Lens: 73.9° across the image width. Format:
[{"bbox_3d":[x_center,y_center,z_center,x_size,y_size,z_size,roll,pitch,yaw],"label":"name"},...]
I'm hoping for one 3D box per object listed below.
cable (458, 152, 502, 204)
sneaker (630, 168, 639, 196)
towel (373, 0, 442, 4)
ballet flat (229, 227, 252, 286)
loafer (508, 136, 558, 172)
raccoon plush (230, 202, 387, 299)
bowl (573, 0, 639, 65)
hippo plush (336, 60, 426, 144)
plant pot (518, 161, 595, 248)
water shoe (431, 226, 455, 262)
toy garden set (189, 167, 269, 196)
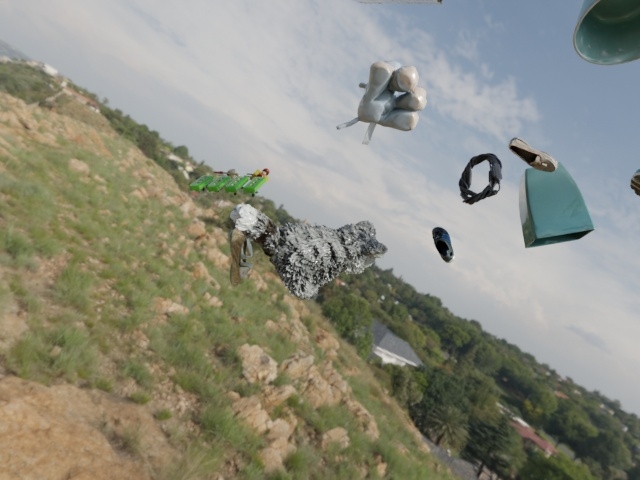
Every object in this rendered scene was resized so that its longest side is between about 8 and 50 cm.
[{"bbox_3d":[0.501,-0.195,1.342,0.047,0.184,0.150,23,-40,-24],"label":"cable"},{"bbox_3d":[0.836,-0.121,0.923,0.276,0.109,0.107,12,-21,23],"label":"sneaker"},{"bbox_3d":[0.161,-0.670,1.131,0.272,0.040,0.370,15,26,22],"label":"towel"},{"bbox_3d":[-0.250,0.061,1.348,0.067,0.206,0.073,10,28,12],"label":"ballet flat"},{"bbox_3d":[0.502,-0.197,1.013,0.125,0.039,0.045,37,-43,10],"label":"loafer"},{"bbox_3d":[0.000,0.000,1.205,0.446,0.299,0.216,42,23,-58],"label":"raccoon plush"},{"bbox_3d":[0.938,-0.712,1.295,0.312,0.163,0.311,6,-25,3],"label":"bowl"},{"bbox_3d":[0.241,-0.495,1.493,0.235,0.294,0.236,29,35,-6],"label":"hippo plush"},{"bbox_3d":[0.722,-0.115,1.344,0.166,0.234,0.165,-10,-14,14],"label":"plant pot"},{"bbox_3d":[0.524,0.002,1.831,0.080,0.073,0.203,38,27,-39],"label":"water shoe"},{"bbox_3d":[-0.312,-0.208,1.539,0.245,0.049,0.203,4,29,14],"label":"toy garden set"}]
